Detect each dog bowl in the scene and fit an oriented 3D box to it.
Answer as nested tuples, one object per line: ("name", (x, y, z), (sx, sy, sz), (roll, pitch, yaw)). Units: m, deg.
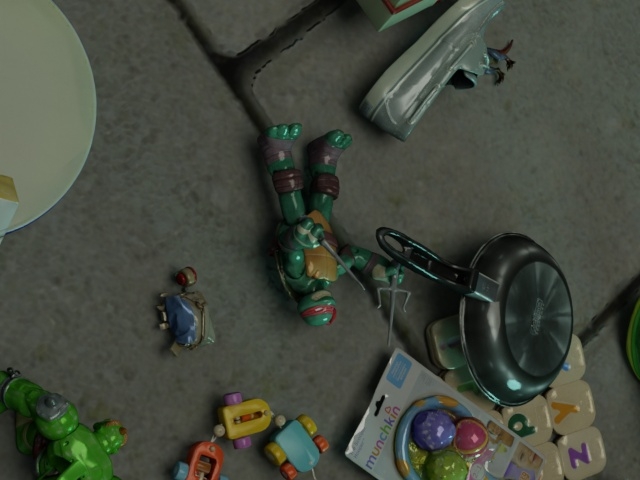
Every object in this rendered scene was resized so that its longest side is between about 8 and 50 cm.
("dog bowl", (-0.346, -0.126, 1.560), (0.265, 0.104, 0.265), (3, 83, -31))

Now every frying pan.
("frying pan", (0.193, 0.042, 1.849), (0.326, 0.053, 0.197), (56, 51, -31))

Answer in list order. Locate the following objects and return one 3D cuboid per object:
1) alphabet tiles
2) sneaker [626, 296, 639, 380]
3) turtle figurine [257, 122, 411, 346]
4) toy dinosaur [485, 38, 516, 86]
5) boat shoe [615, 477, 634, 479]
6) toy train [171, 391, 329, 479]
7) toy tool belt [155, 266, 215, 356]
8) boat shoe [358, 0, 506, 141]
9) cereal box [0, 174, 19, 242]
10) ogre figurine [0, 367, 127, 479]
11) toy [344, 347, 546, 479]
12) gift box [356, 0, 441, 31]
("alphabet tiles", (0.206, 0.216, 1.913), (0.278, 0.021, 0.284), (-15, 93, -34))
("sneaker", (0.458, 0.190, 2.009), (0.109, 0.123, 0.295), (-21, 96, -31))
("turtle figurine", (0.000, 0.000, 1.750), (0.175, 0.118, 0.234), (17, 59, -61))
("toy dinosaur", (0.179, -0.208, 1.940), (0.082, 0.047, 0.090), (26, 39, -18))
("boat shoe", (0.359, 0.312, 1.946), (0.226, 0.083, 0.076), (-1, 92, -40))
("toy train", (-0.074, 0.224, 1.730), (0.166, 0.046, 0.125), (17, 78, -26))
("toy tool belt", (-0.140, 0.072, 1.699), (0.051, 0.052, 0.083), (-18, 94, -40))
("boat shoe", (0.141, -0.196, 1.867), (0.081, 0.079, 0.227), (44, 73, 3))
("cereal box", (-0.388, 0.029, 1.471), (0.173, 0.047, 0.240), (14, 120, -29))
("ogre figurine", (-0.237, 0.207, 1.587), (0.097, 0.118, 0.197), (-17, 95, -31))
("toy", (0.152, 0.234, 1.829), (0.237, 0.056, 0.137), (38, 64, -24))
("gift box", (0.114, -0.411, 1.788), (0.255, 0.258, 0.276), (-24, 78, -29))
